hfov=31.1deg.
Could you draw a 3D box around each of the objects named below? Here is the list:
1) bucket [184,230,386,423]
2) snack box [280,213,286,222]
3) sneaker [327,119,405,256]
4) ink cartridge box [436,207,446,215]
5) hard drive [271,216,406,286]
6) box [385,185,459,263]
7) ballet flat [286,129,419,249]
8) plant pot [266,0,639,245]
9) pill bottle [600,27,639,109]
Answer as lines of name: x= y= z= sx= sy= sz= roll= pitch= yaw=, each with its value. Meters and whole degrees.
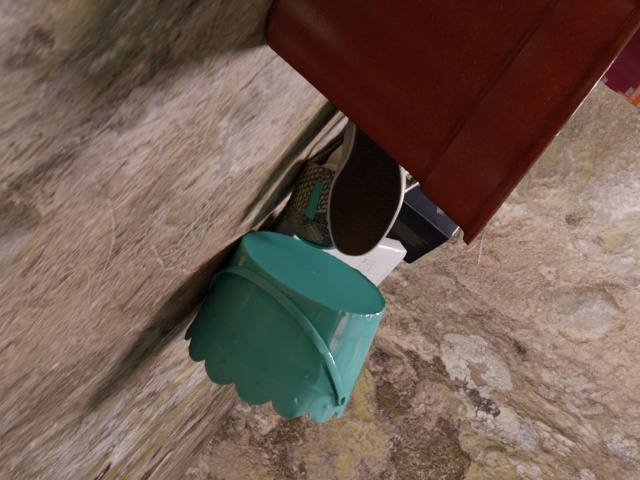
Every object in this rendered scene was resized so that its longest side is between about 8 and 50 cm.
bucket: x=-0.047 y=0.122 z=1.731 sx=0.183 sy=0.281 sz=0.281 roll=-64 pitch=171 yaw=17
snack box: x=0.000 y=0.000 z=2.005 sx=0.175 sy=0.070 sz=0.207 roll=-2 pitch=135 yaw=-45
sneaker: x=0.080 y=-0.122 z=1.674 sx=0.123 sy=0.106 sz=0.290 roll=-61 pitch=163 yaw=-77
ink cartridge box: x=0.285 y=-0.221 z=2.078 sx=0.304 sy=0.072 sz=0.307 roll=-31 pitch=125 yaw=-64
hard drive: x=-0.009 y=0.059 z=1.967 sx=0.203 sy=0.040 sz=0.308 roll=-48 pitch=146 yaw=21
box: x=0.248 y=-0.145 z=2.576 sx=0.293 sy=0.212 sz=0.395 roll=-51 pitch=180 yaw=-12
ballet flat: x=0.100 y=-0.148 z=1.892 sx=0.483 sy=0.164 sz=0.182 roll=-41 pitch=151 yaw=-55
plant pot: x=0.111 y=-0.181 z=1.046 sx=0.272 sy=0.265 sz=0.272 roll=-52 pitch=174 yaw=-7
pill bottle: x=0.511 y=-0.433 z=2.105 sx=0.224 sy=0.392 sz=0.224 roll=-51 pitch=174 yaw=-7
